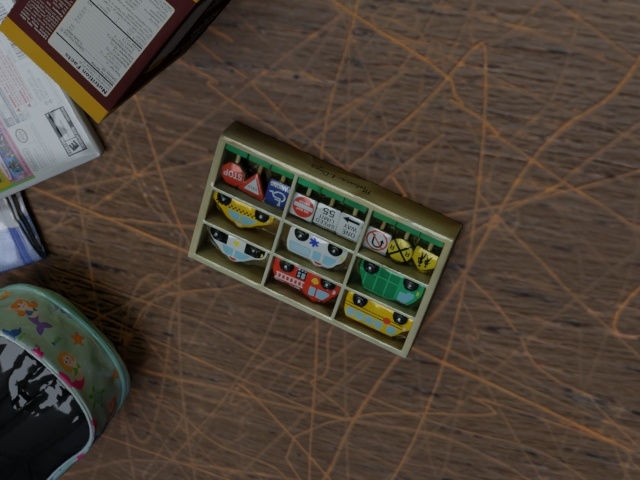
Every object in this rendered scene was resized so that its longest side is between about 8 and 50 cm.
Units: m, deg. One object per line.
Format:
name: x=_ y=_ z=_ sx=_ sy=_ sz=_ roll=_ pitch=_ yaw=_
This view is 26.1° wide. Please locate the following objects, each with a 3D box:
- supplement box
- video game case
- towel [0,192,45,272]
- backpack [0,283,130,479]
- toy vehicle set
supplement box: x=-0.161 y=-0.246 z=1.284 sx=0.129 sy=0.191 sz=0.194 roll=44 pitch=127 yaw=-4
video game case: x=-0.369 y=-0.151 z=1.512 sx=0.193 sy=0.023 sz=0.212 roll=-22 pitch=110 yaw=16
towel: x=-0.460 y=-0.072 z=1.596 sx=0.209 sy=0.034 sz=0.285 roll=-15 pitch=113 yaw=14
backpack: x=-0.348 y=0.167 z=1.621 sx=0.225 sy=0.191 sz=0.253 roll=44 pitch=134 yaw=-8
toy vehicle set: x=0.000 y=0.000 z=1.454 sx=0.267 sy=0.035 sz=0.166 roll=25 pitch=126 yaw=10
